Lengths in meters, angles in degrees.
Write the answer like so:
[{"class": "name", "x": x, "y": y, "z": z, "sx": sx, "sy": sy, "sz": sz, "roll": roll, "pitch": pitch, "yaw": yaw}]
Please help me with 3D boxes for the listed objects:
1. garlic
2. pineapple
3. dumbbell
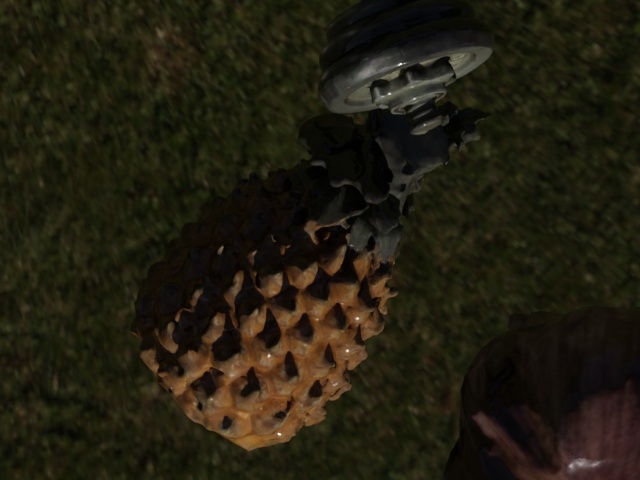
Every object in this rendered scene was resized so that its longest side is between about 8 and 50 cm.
[{"class": "garlic", "x": 0.187, "y": 0.159, "z": 1.016, "sx": 0.245, "sy": 0.160, "sz": 0.245, "roll": 8, "pitch": 120, "yaw": 14}, {"class": "pineapple", "x": -0.002, "y": -0.001, "z": 1.415, "sx": 0.223, "sy": 0.223, "sz": 0.357, "roll": 28, "pitch": 114, "yaw": -26}, {"class": "dumbbell", "x": 0.024, "y": -0.185, "z": 0.959, "sx": 0.110, "sy": 0.110, "sz": 0.254, "roll": -17, "pitch": 83, "yaw": -10}]
